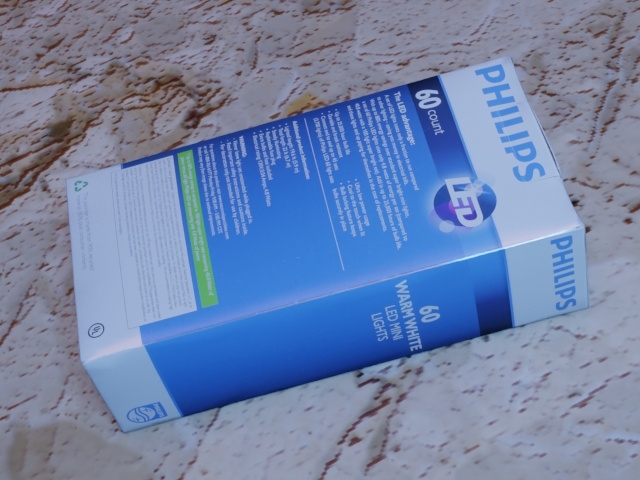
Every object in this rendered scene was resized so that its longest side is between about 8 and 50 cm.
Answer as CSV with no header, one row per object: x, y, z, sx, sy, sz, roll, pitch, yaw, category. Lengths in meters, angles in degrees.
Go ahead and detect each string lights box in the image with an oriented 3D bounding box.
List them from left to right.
0.000,0.000,0.707,0.260,0.077,0.133,-15,50,2,string lights box
